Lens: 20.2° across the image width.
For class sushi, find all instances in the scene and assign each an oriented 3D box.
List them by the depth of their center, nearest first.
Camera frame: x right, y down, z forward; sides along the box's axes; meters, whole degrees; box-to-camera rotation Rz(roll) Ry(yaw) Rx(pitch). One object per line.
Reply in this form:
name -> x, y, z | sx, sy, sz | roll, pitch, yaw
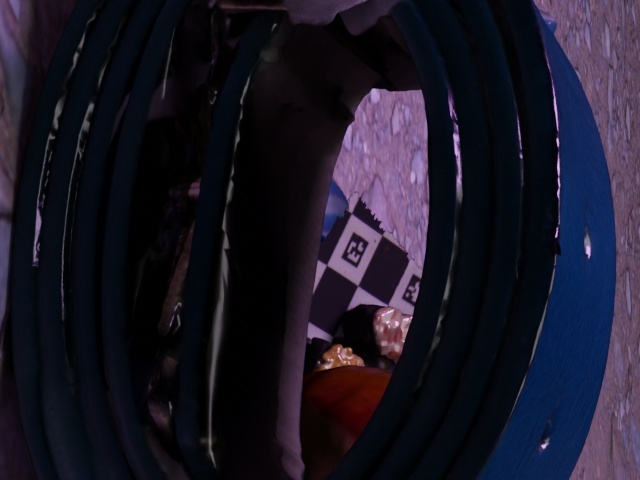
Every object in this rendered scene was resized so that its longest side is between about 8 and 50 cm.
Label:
sushi -> 0.028, 0.104, 1.251 | 0.210, 0.040, 0.193 | -58, 138, -14

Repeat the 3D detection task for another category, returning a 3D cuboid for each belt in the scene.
belt -> 0.000, 0.002, 0.972 | 0.173, 0.300, 0.436 | 33, 58, -67

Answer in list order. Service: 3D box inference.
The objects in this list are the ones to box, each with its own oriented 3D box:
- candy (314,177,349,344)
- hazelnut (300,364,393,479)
candy -> 0.005, 0.060, 1.330 | 0.187, 0.077, 0.331 | -76, 152, -48
hazelnut -> 0.008, 0.179, 1.127 | 0.181, 0.212, 0.181 | 31, 20, -35
